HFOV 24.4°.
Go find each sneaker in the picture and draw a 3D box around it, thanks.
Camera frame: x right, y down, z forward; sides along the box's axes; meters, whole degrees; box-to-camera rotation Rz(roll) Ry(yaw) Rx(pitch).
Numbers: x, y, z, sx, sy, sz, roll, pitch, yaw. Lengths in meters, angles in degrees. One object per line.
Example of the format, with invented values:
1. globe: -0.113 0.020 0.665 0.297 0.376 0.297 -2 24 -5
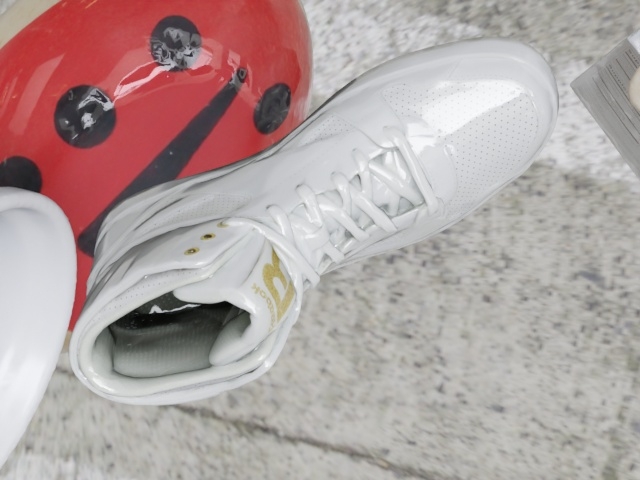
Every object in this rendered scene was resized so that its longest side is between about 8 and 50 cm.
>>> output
1. sneaker: 0.000 0.000 0.795 0.293 0.169 0.108 -26 112 14

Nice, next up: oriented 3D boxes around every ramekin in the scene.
1. ramekin: -0.305 0.071 1.052 0.135 0.277 0.277 24 86 16

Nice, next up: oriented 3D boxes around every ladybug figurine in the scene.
1. ladybug figurine: -0.173 -0.069 1.287 0.305 0.162 0.449 29 109 -28

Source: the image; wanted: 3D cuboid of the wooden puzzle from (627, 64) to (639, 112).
1. wooden puzzle: 0.358 -0.131 0.981 0.221 0.044 0.238 35 105 6

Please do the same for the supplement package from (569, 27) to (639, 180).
1. supplement package: 0.357 -0.158 1.438 0.139 0.244 0.134 -36 89 -4
